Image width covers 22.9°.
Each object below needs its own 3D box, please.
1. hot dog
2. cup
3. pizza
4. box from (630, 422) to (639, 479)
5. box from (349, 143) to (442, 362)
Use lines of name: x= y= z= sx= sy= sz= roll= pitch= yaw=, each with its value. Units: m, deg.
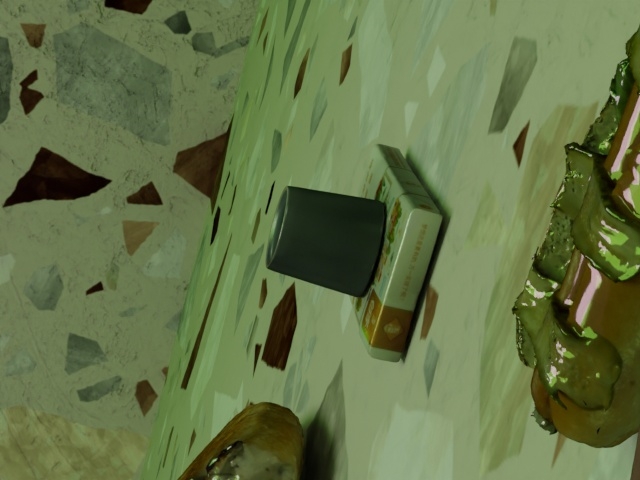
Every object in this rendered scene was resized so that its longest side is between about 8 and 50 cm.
hot dog: x=0.145 y=-0.030 z=0.664 sx=0.109 sy=0.072 sz=0.269 roll=-101 pitch=26 yaw=-64
cup: x=0.000 y=0.000 z=1.243 sx=0.100 sy=0.077 sz=0.078 roll=139 pitch=144 yaw=-76
pizza: x=-0.113 y=0.272 z=1.464 sx=0.278 sy=0.114 sz=0.409 roll=-54 pitch=-1 yaw=-35
box: x=0.142 y=0.099 z=0.516 sx=0.111 sy=0.060 sz=0.156 roll=136 pitch=150 yaw=-72
box: x=0.052 y=0.005 z=1.266 sx=0.220 sy=0.032 sz=0.122 roll=-110 pitch=35 yaw=-73
